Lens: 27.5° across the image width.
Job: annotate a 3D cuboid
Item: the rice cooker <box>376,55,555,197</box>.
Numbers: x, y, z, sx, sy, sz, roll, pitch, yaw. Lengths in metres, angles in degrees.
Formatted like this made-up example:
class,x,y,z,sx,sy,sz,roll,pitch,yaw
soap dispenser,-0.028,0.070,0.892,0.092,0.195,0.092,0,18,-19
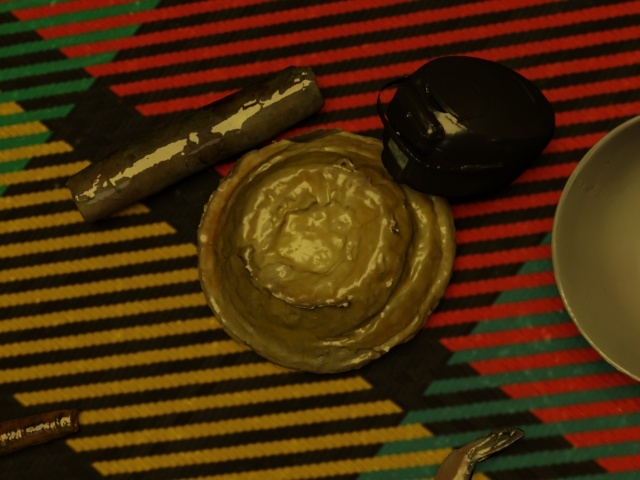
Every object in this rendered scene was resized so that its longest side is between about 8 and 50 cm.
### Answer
class,x,y,z,sx,sy,sz,roll,pitch,yaw
rice cooker,0.151,-0.119,1.386,0.203,0.118,0.142,-8,54,-31

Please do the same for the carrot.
class,x,y,z,sx,sy,sz,roll,pitch,yaw
carrot,-0.351,0.223,1.466,0.170,0.042,0.042,-16,75,4

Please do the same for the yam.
class,x,y,z,sx,sy,sz,roll,pitch,yaw
yam,-0.144,-0.110,1.492,0.317,0.067,0.071,-26,83,3

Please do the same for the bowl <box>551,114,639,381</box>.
class,x,y,z,sx,sy,sz,roll,pitch,yaw
bowl,0.390,0.005,1.304,0.287,0.143,0.287,4,97,31

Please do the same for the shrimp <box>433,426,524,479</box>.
class,x,y,z,sx,sy,sz,roll,pitch,yaw
shrimp,0.222,0.269,1.353,0.219,0.046,0.152,-3,80,10

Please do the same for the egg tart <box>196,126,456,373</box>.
class,x,y,z,sx,sy,sz,roll,pitch,yaw
egg tart,0.000,0.000,1.420,0.290,0.115,0.290,-2,75,9
